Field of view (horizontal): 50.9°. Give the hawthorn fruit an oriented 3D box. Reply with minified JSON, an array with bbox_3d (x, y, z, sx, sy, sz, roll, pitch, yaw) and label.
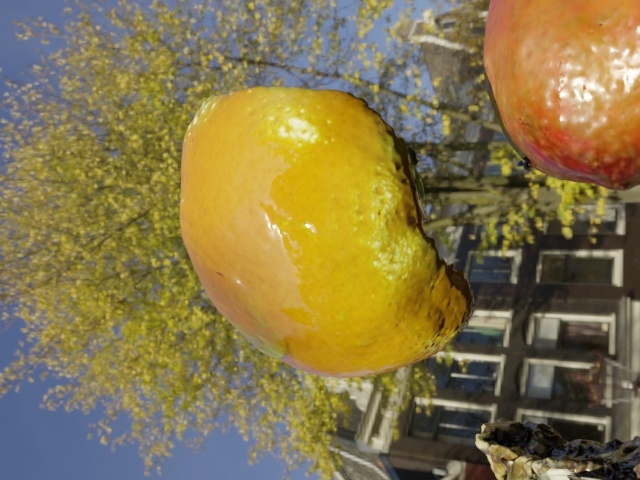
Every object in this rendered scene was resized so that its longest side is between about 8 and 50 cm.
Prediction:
[{"bbox_3d":[0.303,-0.224,0.644,0.285,0.285,0.369,17,-106,-61],"label":"hawthorn fruit"}]

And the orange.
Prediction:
[{"bbox_3d":[-0.004,0.007,0.645,0.196,0.262,0.334,-51,-51,-40],"label":"orange"}]

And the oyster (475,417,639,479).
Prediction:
[{"bbox_3d":[0.242,0.186,0.475,0.083,0.223,0.214,-62,6,-22],"label":"oyster"}]
